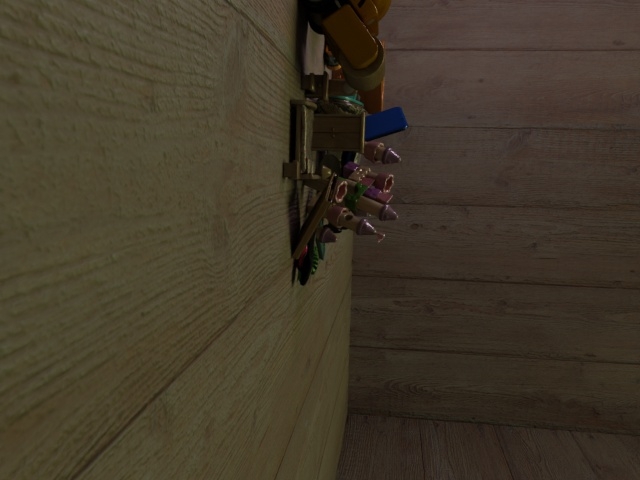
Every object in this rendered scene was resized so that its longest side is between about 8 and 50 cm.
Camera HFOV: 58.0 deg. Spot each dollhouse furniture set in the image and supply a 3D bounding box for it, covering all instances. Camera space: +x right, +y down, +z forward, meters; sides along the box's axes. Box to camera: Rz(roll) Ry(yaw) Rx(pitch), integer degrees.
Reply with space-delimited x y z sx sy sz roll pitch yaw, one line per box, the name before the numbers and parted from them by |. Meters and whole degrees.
dollhouse furniture set | 0.022 -0.307 1.499 0.355 0.173 0.303 -42 134 -81

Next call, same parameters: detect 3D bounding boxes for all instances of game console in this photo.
game console | 0.180 -0.336 2.030 0.293 0.173 0.250 -84 -172 -64

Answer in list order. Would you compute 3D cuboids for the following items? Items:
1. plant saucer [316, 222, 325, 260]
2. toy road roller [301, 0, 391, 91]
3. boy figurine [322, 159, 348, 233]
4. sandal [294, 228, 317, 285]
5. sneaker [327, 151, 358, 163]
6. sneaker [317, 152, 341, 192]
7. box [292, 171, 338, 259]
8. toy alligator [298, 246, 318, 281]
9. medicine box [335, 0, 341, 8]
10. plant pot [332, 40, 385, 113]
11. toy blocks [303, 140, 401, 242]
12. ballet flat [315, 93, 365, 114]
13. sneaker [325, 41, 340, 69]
plant saucer | 0.000 0.000 2.059 0.192 0.018 0.067 82 13 -60
toy road roller | 0.110 -0.589 1.521 0.329 0.240 0.202 59 5 5
boy figurine | 0.067 -0.176 2.160 0.177 0.092 0.285 -24 -120 60
sandal | -0.045 0.040 1.582 0.067 0.040 0.179 141 -39 -58
sneaker | 0.089 -0.336 2.297 0.148 0.131 0.350 -89 -176 -65
sneaker | 0.025 -0.209 2.007 0.118 0.083 0.222 -95 -173 -63
box | -0.013 -0.067 1.535 0.201 0.021 0.164 -59 -171 32
toy alligator | -0.030 0.039 1.682 0.056 0.051 0.190 83 12 -56
medicine box | 0.068 -0.836 1.793 0.289 0.149 0.263 -79 169 -52
plant pot | 0.157 -0.660 2.358 0.291 0.203 0.291 2 90 -83
toy blocks | 0.135 -0.113 1.777 0.288 0.260 0.309 -48 150 -35
ballet flat | 0.065 -0.417 1.946 0.483 0.164 0.182 -78 178 -71
sneaker | 0.058 -0.713 2.043 0.083 0.084 0.215 58 36 -69
